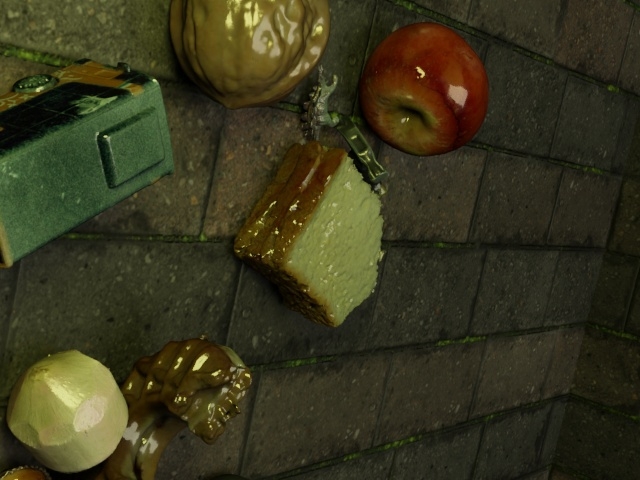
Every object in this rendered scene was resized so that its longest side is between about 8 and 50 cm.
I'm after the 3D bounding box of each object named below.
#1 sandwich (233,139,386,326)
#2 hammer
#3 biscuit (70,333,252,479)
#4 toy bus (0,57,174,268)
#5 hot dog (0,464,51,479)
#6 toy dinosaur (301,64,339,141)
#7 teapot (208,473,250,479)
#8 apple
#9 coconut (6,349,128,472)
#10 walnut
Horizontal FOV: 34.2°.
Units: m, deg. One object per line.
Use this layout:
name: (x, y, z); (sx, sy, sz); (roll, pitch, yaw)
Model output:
sandwich: (0.000, 0.001, 1.957); (0.262, 0.131, 0.325); (-62, 142, -19)
hammer: (0.086, -0.148, 2.032); (0.041, 0.159, 0.226); (-32, 160, -1)
biscuit: (-0.263, 0.310, 1.595); (0.115, 0.268, 0.366); (41, 70, -33)
toy bus: (-0.356, -0.108, 1.341); (0.323, 0.194, 0.162); (-36, 130, -42)
hot dog: (-0.486, 0.423, 1.495); (0.253, 0.069, 0.131); (-47, 137, -35)
toy dinosaur: (-0.003, -0.225, 1.932); (0.082, 0.039, 0.209); (-36, 133, -43)
teapot: (-0.109, 0.544, 1.891); (0.223, 0.285, 0.305); (-33, 130, -44)
apple: (0.207, -0.294, 2.019); (0.272, 0.251, 0.206); (55, 52, -35)
coconut: (-0.368, 0.237, 1.506); (0.171, 0.170, 0.183); (-48, 141, -32)
walnut: (-0.109, -0.325, 1.570); (0.226, 0.273, 0.273); (9, 98, -24)
